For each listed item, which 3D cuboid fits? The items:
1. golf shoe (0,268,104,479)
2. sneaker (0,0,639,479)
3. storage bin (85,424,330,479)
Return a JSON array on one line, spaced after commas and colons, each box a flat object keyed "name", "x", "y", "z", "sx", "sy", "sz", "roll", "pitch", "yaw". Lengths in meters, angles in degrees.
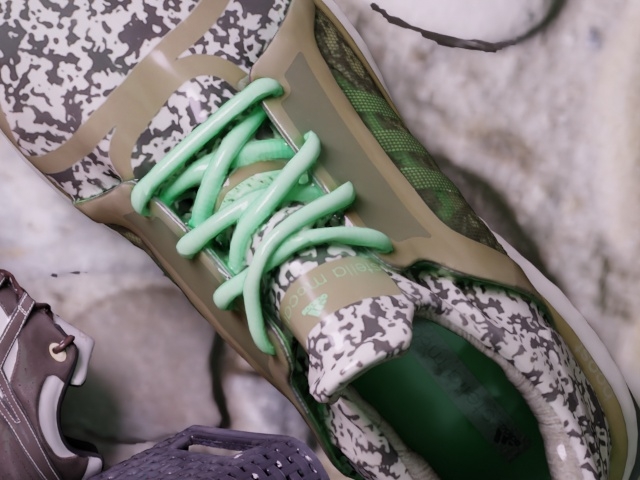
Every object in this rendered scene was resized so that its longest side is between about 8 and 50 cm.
[{"name": "golf shoe", "x": -0.155, "y": 0.034, "z": 0.911, "sx": 0.094, "sy": 0.077, "sz": 0.198, "roll": -15, "pitch": 108, "yaw": -12}, {"name": "sneaker", "x": 0.000, "y": 0.000, "z": 0.853, "sx": 0.410, "sy": 0.182, "sz": 0.158, "roll": 43, "pitch": 95, "yaw": -10}, {"name": "storage bin", "x": -0.040, "y": 0.184, "z": 0.902, "sx": 0.084, "sy": 0.122, "sz": 0.180, "roll": -26, "pitch": 104, "yaw": -32}]
